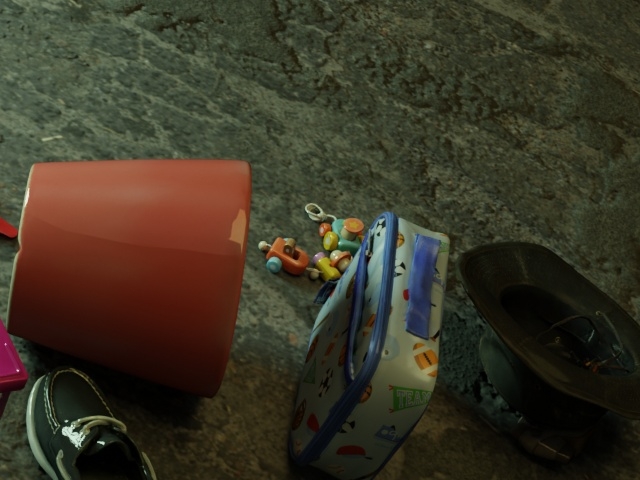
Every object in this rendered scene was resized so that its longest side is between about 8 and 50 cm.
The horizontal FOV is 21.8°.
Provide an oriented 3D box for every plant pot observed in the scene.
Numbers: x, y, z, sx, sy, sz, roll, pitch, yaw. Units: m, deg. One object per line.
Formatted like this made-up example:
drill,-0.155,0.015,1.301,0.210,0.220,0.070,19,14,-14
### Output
plant pot,-0.217,0.026,1.863,0.243,0.275,0.275,9,41,-8

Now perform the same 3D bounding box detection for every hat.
hat,0.292,0.148,2.122,0.331,0.134,0.331,22,30,-14

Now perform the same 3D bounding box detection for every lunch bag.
lunch bag,0.063,0.116,1.934,0.115,0.243,0.303,21,40,-11

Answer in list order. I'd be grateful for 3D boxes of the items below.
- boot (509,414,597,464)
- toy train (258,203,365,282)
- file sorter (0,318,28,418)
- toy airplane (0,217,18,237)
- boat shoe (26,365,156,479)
boot,0.294,0.241,2.108,0.087,0.042,0.118,30,25,19
toy train,0.000,0.000,2.181,0.125,0.046,0.166,33,39,4
file sorter,-0.461,0.100,1.672,0.202,0.182,0.290,-7,50,-35
toy airplane,-0.434,-0.036,1.962,0.151,0.028,0.151,18,40,-16
boat shoe,-0.225,0.239,1.738,0.114,0.091,0.302,-3,49,-35
